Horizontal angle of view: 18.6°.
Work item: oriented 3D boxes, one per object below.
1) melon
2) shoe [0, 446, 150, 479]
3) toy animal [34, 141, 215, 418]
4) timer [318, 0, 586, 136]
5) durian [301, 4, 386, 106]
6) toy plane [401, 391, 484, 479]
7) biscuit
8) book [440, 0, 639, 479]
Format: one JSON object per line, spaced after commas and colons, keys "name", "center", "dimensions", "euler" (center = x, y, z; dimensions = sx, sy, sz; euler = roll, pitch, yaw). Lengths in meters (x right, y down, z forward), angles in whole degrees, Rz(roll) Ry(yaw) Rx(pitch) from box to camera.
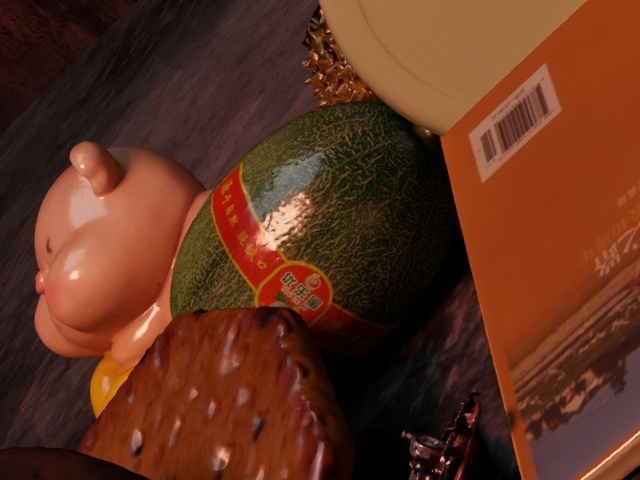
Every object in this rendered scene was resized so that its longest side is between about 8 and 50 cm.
{"name": "melon", "center": [0.000, 0.000, 1.516], "dimensions": [0.288, 0.182, 0.182], "euler": [-49, 16, 24]}
{"name": "shoe", "center": [-0.133, 0.252, 1.209], "dimensions": [0.384, 0.171, 0.237], "euler": [6, 30, 25]}
{"name": "toy animal", "center": [-0.157, 0.032, 1.745], "dimensions": [0.278, 0.247, 0.345], "euler": [-60, 19, -22]}
{"name": "timer", "center": [0.174, -0.238, 1.503], "dimensions": [0.291, 0.291, 0.315], "euler": [-44, -3, 22]}
{"name": "durian", "center": [0.071, -0.197, 1.820], "dimensions": [0.193, 0.138, 0.237], "euler": [-44, 18, 24]}
{"name": "toy plane", "center": [0.078, 0.143, 1.222], "dimensions": [0.189, 0.061, 0.130], "euler": [-96, 17, -71]}
{"name": "biscuit", "center": [-0.094, 0.209, 1.387], "dimensions": [0.359, 0.046, 0.359], "euler": [-33, 47, 43]}
{"name": "book", "center": [0.194, -0.032, 1.205], "dimensions": [0.262, 0.028, 0.374], "euler": [-42, 33, 24]}
